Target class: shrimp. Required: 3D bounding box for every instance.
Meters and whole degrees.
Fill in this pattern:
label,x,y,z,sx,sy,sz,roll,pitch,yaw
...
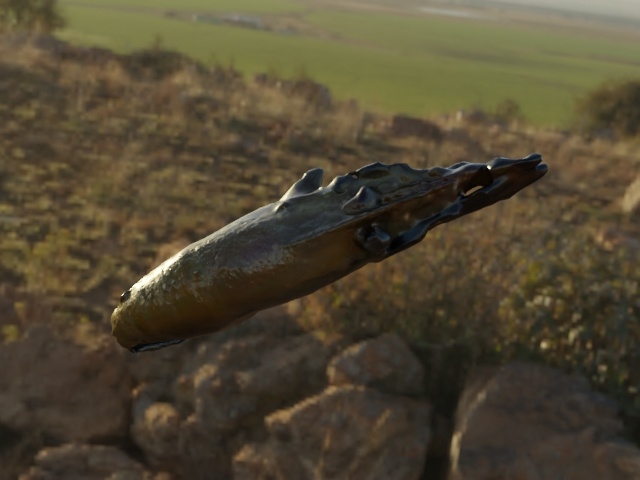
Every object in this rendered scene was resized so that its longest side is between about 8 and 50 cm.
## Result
label,x,y,z,sx,sy,sz,roll,pitch,yaw
shrimp,-0.001,-0.006,0.686,0.262,0.066,0.117,-22,0,10
